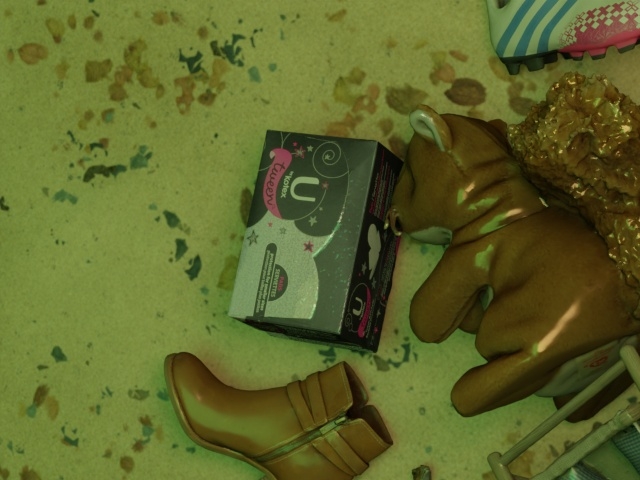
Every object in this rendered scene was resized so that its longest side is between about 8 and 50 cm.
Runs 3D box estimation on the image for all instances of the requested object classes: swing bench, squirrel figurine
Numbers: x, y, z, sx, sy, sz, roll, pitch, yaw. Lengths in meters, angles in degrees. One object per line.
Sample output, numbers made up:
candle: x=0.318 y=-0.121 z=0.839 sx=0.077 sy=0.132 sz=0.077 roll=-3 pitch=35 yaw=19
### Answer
swing bench: x=0.349 y=0.301 z=1.750 sx=0.253 sy=0.165 sz=0.254 roll=-47 pitch=39 yaw=36
squirrel figurine: x=0.260 y=-0.029 z=1.825 sx=0.397 sy=0.281 sz=0.370 roll=-46 pitch=57 yaw=33

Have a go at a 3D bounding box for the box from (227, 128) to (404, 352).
box: x=0.000 y=0.000 z=1.965 sx=0.163 sy=0.142 sz=0.247 roll=8 pitch=79 yaw=24

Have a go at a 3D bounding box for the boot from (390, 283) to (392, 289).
boot: x=0.037 y=0.036 z=2.038 sx=0.114 sy=0.037 sz=0.106 roll=6 pitch=80 yaw=20

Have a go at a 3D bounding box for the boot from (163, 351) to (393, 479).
boot: x=-0.058 y=0.219 z=2.042 sx=0.220 sy=0.109 sz=0.283 roll=-38 pitch=79 yaw=21

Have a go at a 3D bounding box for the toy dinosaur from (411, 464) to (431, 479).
toy dinosaur: x=0.122 y=0.396 z=2.007 sx=0.112 sy=0.064 sz=0.211 roll=21 pitch=90 yaw=40

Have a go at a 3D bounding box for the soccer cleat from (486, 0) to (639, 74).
soccer cleat: x=0.301 y=-0.281 z=1.804 sx=0.331 sy=0.116 sz=0.143 roll=-6 pitch=104 yaw=57
